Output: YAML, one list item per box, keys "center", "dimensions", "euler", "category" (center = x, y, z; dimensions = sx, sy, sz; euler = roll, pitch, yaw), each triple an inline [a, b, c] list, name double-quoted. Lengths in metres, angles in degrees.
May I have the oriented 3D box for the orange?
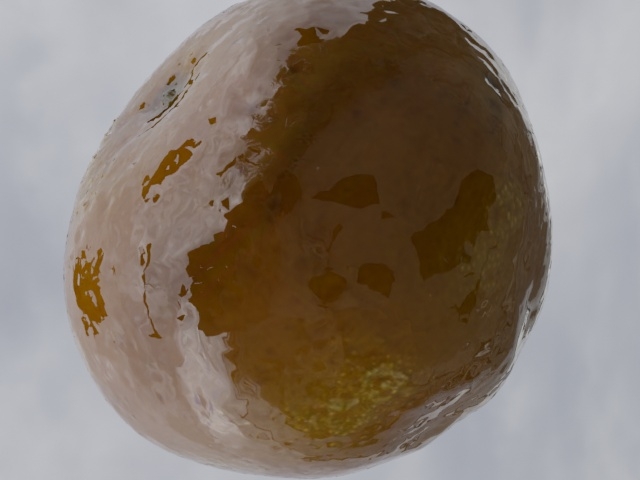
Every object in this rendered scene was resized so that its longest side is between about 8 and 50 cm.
- center: [0.000, 0.000, 0.413]
  dimensions: [0.136, 0.159, 0.159]
  euler: [43, -124, -22]
  category: "orange"
